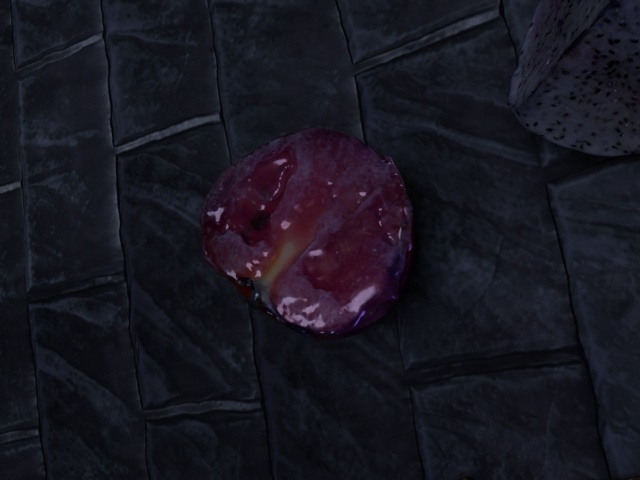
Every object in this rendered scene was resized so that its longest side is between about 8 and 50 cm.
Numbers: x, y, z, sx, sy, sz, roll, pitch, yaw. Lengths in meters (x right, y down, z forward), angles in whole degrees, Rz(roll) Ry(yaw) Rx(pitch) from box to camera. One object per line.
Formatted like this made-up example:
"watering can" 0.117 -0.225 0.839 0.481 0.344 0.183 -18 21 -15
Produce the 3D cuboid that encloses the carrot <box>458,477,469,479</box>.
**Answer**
"carrot" 0.222 0.407 0.971 0.042 0.042 0.171 -31 71 20

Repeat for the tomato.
"tomato" 0.004 0.004 1.070 0.334 0.176 0.290 32 77 27

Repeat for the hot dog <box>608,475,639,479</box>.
"hot dog" 0.355 0.339 0.909 0.215 0.047 0.066 -16 79 25

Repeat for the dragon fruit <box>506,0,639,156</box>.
"dragon fruit" 0.390 -0.254 0.887 0.203 0.283 0.221 21 56 -10
